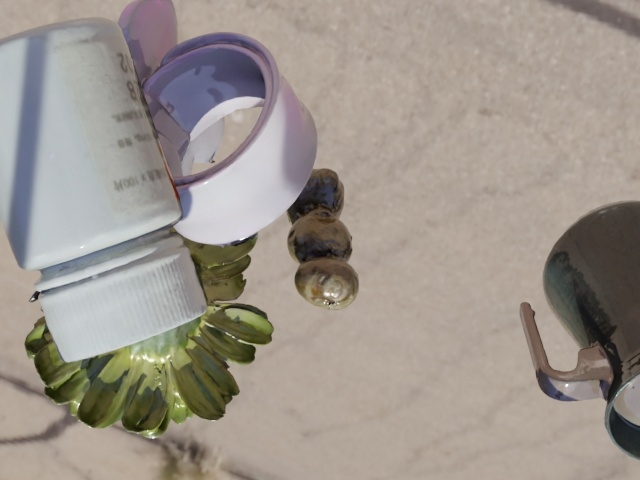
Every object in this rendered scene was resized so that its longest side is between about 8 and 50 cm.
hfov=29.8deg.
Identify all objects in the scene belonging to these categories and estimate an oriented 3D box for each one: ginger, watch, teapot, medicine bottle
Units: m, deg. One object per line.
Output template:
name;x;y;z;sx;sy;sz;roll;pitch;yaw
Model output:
ginger;0.000;0.000;1.473;0.080;0.204;0.104;5;142;-15
watch;-0.108;-0.118;1.232;0.217;0.248;0.211;3;150;28
teapot;0.437;0.121;1.685;0.300;0.344;0.253;-4;125;0
medicine bottle;-0.188;-0.039;0.958;0.144;0.144;0.252;-18;90;47

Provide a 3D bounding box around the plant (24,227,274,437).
plant;-0.222;0.070;1.398;0.261;0.306;0.297;-1;163;20
